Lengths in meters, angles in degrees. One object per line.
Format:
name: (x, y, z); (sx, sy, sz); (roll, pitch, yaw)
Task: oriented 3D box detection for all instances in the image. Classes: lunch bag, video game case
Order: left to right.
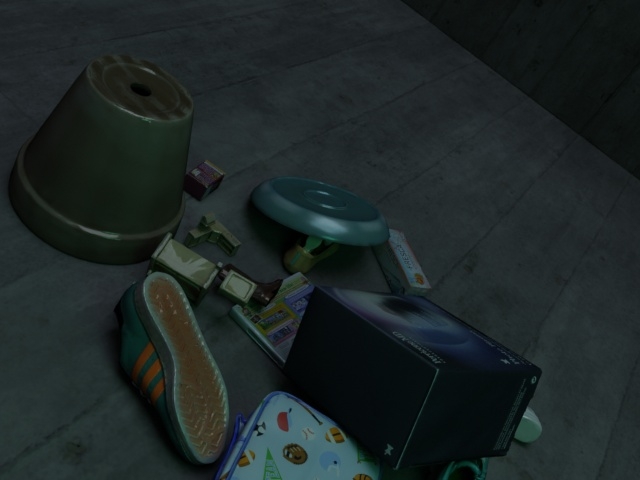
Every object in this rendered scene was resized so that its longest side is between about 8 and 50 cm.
lunch bag: (-0.048, 0.374, 1.119); (0.243, 0.115, 0.303); (29, 36, -1)
video game case: (-0.040, 0.163, 1.453); (0.193, 0.023, 0.212); (44, 37, 16)

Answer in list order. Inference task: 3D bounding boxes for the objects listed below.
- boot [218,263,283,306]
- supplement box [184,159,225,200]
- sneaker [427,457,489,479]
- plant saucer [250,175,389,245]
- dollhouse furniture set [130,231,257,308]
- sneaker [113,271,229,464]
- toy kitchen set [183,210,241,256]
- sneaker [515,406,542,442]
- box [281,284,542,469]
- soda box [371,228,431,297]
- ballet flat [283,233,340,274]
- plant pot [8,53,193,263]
boot: (-0.133, 0.072, 1.434); (0.114, 0.037, 0.106); (30, 20, 5)
supplement box: (-0.249, -0.128, 1.622); (0.055, 0.043, 0.083); (36, 34, 4)
sneaker: (0.248, 0.402, 1.314); (0.107, 0.110, 0.275); (36, 34, 5)
plant saucer: (0.006, -0.074, 1.663); (0.318, 0.043, 0.317); (16, 18, -6)
dollhouse furniture set: (-0.236, 0.111, 1.334); (0.182, 0.101, 0.160); (32, 60, -3)
sneaker: (-0.238, 0.207, 1.188); (0.108, 0.121, 0.302); (-4, 69, -50)
toy kitchen set: (-0.205, -0.008, 1.489); (0.075, 0.068, 0.083); (43, 37, 15)
sneaker: (0.349, 0.318, 1.539); (0.212, 0.080, 0.094); (38, 23, -4)
box: (0.152, 0.219, 1.279); (0.294, 0.182, 0.296); (8, 16, -44)
soda box: (0.179, 0.058, 1.714); (0.058, 0.063, 0.183); (8, 41, -30)
ballet flat: (0.000, 0.000, 1.636); (0.080, 0.073, 0.232); (36, 35, 4)
plant pot: (-0.365, -0.168, 1.377); (0.323, 0.280, 0.323); (21, 35, -16)
